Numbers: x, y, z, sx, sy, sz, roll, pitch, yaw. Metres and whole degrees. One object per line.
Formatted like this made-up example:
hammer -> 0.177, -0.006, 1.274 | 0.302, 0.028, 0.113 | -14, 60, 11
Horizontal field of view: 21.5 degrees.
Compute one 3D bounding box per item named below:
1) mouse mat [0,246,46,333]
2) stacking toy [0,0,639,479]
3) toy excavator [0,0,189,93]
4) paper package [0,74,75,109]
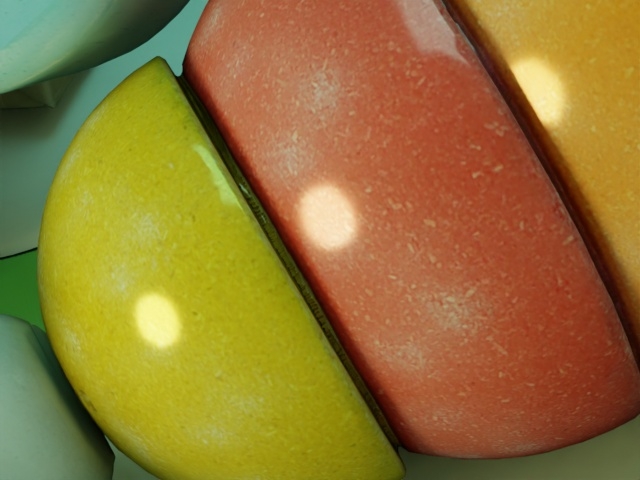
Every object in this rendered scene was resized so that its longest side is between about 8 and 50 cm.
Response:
mouse mat -> -0.207, 0.063, 0.874 | 0.189, 0.007, 0.153 | -15, 36, -11
stacking toy -> 0.000, 0.000, 0.737 | 0.480, 0.351, 0.351 | -30, 37, 2
toy excavator -> -0.203, -0.117, 0.766 | 0.432, 0.445, 0.222 | 4, 10, 11
paper package -> -0.235, -0.282, 1.100 | 0.168, 0.309, 0.325 | -1, 37, 16
